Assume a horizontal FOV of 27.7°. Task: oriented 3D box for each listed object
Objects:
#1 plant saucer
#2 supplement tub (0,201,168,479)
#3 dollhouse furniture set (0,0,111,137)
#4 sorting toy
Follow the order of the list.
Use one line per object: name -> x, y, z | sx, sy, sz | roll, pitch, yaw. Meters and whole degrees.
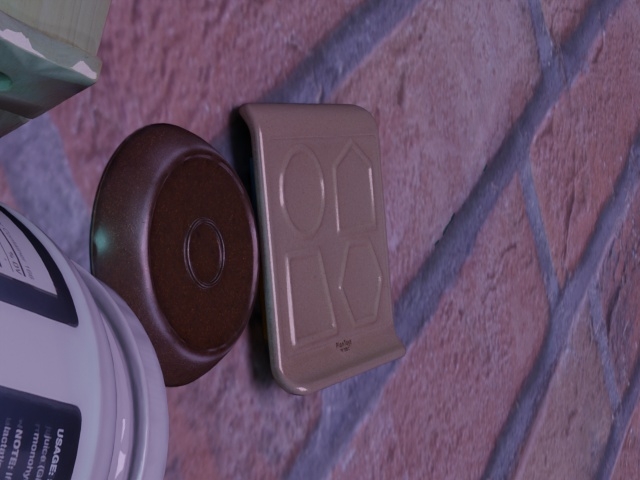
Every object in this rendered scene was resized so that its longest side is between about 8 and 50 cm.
plant saucer -> -0.083, 0.008, 0.824 | 0.168, 0.029, 0.168 | 10, 79, -60
supplement tub -> -0.190, 0.052, 0.434 | 0.272, 0.191, 0.191 | 34, 58, -61
dollhouse furniture set -> -0.193, -0.144, 0.566 | 0.184, 0.129, 0.129 | 24, 64, -32
sorting toy -> 0.000, 0.000, 0.979 | 0.193, 0.038, 0.208 | -11, 92, -62
